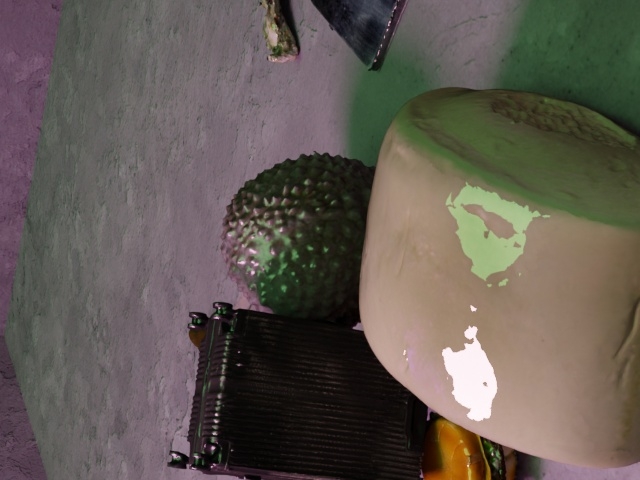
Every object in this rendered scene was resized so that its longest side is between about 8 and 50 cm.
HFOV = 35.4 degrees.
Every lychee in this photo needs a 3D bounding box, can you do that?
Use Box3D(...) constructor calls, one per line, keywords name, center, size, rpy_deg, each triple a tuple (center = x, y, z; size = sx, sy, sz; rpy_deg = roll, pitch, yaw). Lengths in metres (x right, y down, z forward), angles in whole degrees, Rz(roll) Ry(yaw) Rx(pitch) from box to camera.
Box3D(name="lychee", center=(-0.003, 0.005, 1.530), size=(0.300, 0.300, 0.299), rpy_deg=(5, 95, 59))

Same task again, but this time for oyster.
Box3D(name="oyster", center=(-0.080, -0.423, 1.896), size=(0.106, 0.061, 0.199), rpy_deg=(164, 106, -77))

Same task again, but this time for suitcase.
Box3D(name="suitcase", center=(-0.021, 0.225, 1.396), size=(0.152, 0.335, 0.229), rpy_deg=(155, 124, -66))

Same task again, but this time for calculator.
Box3D(name="calculator", center=(0.058, -0.413, 1.678), size=(0.261, 0.021, 0.161), rpy_deg=(58, 138, 40))

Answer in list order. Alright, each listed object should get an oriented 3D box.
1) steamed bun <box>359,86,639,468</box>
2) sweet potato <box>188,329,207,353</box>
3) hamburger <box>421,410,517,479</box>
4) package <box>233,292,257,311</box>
Box3D(name="steamed bun", center=(0.210, 0.030, 1.183), size=(0.456, 0.290, 0.371), rpy_deg=(39, 125, 52))
Box3D(name="sweet potato", center=(-0.221, 0.246, 2.123), size=(0.346, 0.079, 0.108), rpy_deg=(-135, 39, -53))
Box3D(name="hamburger", center=(0.208, 0.309, 1.391), size=(0.164, 0.093, 0.189), rpy_deg=(-22, 71, 60))
Box3D(name="package", center=(-0.069, 0.174, 1.893), size=(0.250, 0.062, 0.204), rpy_deg=(56, 138, 23))
